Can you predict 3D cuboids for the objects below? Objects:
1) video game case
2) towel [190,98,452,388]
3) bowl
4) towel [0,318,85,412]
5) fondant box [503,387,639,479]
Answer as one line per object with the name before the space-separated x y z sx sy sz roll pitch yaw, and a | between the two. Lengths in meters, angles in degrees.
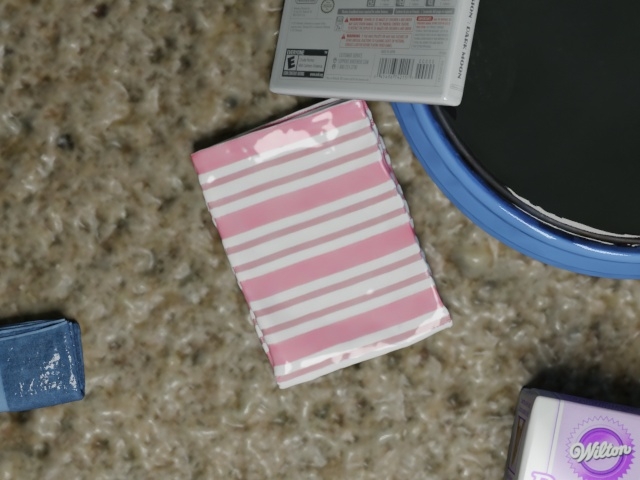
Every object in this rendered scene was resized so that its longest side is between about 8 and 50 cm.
video game case | 0.044 -0.187 1.160 0.022 0.190 0.173 11 89 -41
towel | 0.000 0.000 1.217 0.144 0.029 0.197 -21 88 2
bowl | 0.237 -0.167 1.190 0.391 0.077 0.391 0 88 1
towel | -0.240 0.098 1.222 0.119 0.029 0.067 -8 89 1
fondant box | 0.237 0.291 1.170 0.238 0.096 0.330 10 88 2
